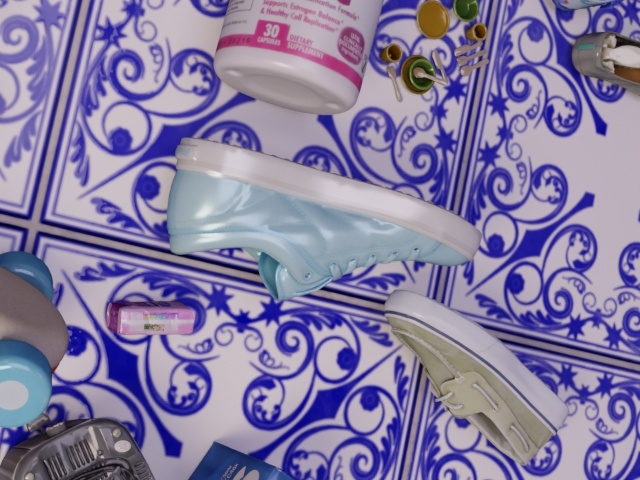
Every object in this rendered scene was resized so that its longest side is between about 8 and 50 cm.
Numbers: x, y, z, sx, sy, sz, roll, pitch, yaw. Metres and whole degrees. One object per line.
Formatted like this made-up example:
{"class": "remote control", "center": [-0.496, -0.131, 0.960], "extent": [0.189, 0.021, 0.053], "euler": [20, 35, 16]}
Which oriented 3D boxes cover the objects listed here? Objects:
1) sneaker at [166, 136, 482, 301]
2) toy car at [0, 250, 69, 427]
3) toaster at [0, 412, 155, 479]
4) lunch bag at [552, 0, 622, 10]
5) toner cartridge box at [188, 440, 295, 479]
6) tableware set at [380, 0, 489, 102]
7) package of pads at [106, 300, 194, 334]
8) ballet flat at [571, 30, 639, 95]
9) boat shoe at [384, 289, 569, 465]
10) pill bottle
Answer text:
{"class": "sneaker", "center": [0.000, 0.000, 1.262], "extent": [0.366, 0.135, 0.150], "euler": [15, 91, -18]}
{"class": "toy car", "center": [-0.375, 0.121, 1.050], "extent": [0.210, 0.219, 0.238], "euler": [33, 104, -24]}
{"class": "toaster", "center": [-0.226, 0.277, 1.121], "extent": [0.129, 0.146, 0.227], "euler": [-26, 99, -24]}
{"class": "lunch bag", "center": [0.375, -0.394, 1.468], "extent": [0.219, 0.090, 0.176], "euler": [-24, 100, -25]}
{"class": "toner cartridge box", "center": [-0.149, 0.378, 1.154], "extent": [0.075, 0.165, 0.347], "euler": [41, 72, -20]}
{"class": "tableware set", "center": [0.140, -0.238, 1.384], "extent": [0.154, 0.024, 0.104], "euler": [-25, 101, -25]}
{"class": "package of pads", "center": [-0.179, 0.081, 1.202], "extent": [0.083, 0.050, 0.032], "euler": [1, 95, -28]}
{"class": "ballet flat", "center": [0.428, -0.228, 1.508], "extent": [0.213, 0.068, 0.072], "euler": [8, 86, -27]}
{"class": "boat shoe", "center": [0.182, 0.167, 1.359], "extent": [0.302, 0.109, 0.094], "euler": [38, 75, -25]}
{"class": "pill bottle", "center": [-0.005, -0.293, 1.233], "extent": [0.160, 0.160, 0.283], "euler": [18, 81, -26]}
